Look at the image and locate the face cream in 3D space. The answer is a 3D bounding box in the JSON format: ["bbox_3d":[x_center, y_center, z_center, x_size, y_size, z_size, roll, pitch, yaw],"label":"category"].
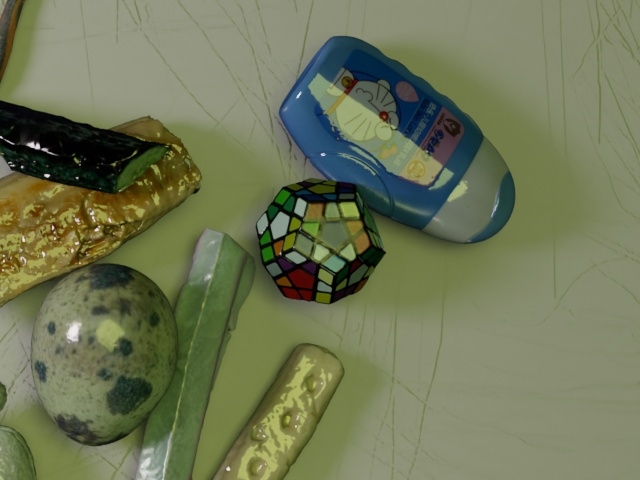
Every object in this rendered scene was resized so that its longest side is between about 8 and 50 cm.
[{"bbox_3d":[0.087,-0.093,1.759,0.264,0.083,0.149,35,76,-8],"label":"face cream"}]

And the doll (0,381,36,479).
[{"bbox_3d":[-0.322,0.240,1.613,0.103,0.071,0.214,-2,91,-3],"label":"doll"}]

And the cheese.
[{"bbox_3d":[-0.042,0.191,1.708,0.065,0.043,0.194,35,73,-13],"label":"cheese"}]

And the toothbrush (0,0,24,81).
[{"bbox_3d":[-0.288,-0.295,1.719,0.031,0.023,0.321,15,78,-5],"label":"toothbrush"}]

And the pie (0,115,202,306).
[{"bbox_3d":[-0.258,-0.024,1.664,0.282,0.068,0.128,-28,74,-18],"label":"pie"}]

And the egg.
[{"bbox_3d":[-0.207,0.111,1.623,0.141,0.141,0.182,6,104,-14],"label":"egg"}]

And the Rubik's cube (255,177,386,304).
[{"bbox_3d":[0.000,0.000,1.708,0.133,0.112,0.133,2,81,-14],"label":"Rubik's cube"}]

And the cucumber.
[{"bbox_3d":[-0.260,-0.094,1.642,0.220,0.046,0.070,14,67,13],"label":"cucumber"}]

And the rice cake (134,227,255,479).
[{"bbox_3d":[-0.126,0.135,1.694,0.081,0.051,0.290,23,76,-45],"label":"rice cake"}]
